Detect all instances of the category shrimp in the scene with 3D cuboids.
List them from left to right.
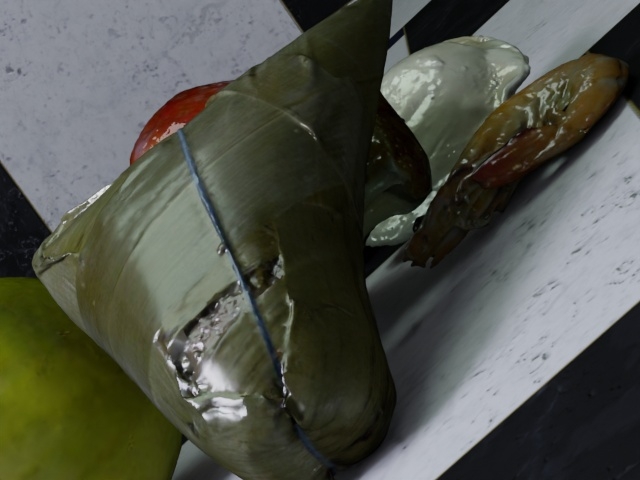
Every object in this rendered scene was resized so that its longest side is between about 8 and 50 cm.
[{"bbox_3d":[0.179,-0.074,1.666,0.152,0.063,0.287,-10,32,54],"label":"shrimp"}]

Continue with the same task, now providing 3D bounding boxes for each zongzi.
[{"bbox_3d":[0.000,-0.010,1.482,0.393,0.174,0.356,-43,43,-5],"label":"zongzi"}]

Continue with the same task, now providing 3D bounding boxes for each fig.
[{"bbox_3d":[-0.286,0.178,1.718,0.343,0.343,0.343,-43,9,9],"label":"fig"}]

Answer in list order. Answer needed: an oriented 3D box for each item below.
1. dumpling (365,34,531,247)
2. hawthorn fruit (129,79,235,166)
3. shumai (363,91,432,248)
[{"bbox_3d":[0.122,-0.103,1.846,0.179,0.131,0.252,7,61,50],"label":"dumpling"},{"bbox_3d":[-0.075,-0.045,2.020,0.284,0.284,0.284,-43,9,9],"label":"hawthorn fruit"},{"bbox_3d":[0.000,0.000,1.718,0.221,0.261,0.225,1,33,18],"label":"shumai"}]
